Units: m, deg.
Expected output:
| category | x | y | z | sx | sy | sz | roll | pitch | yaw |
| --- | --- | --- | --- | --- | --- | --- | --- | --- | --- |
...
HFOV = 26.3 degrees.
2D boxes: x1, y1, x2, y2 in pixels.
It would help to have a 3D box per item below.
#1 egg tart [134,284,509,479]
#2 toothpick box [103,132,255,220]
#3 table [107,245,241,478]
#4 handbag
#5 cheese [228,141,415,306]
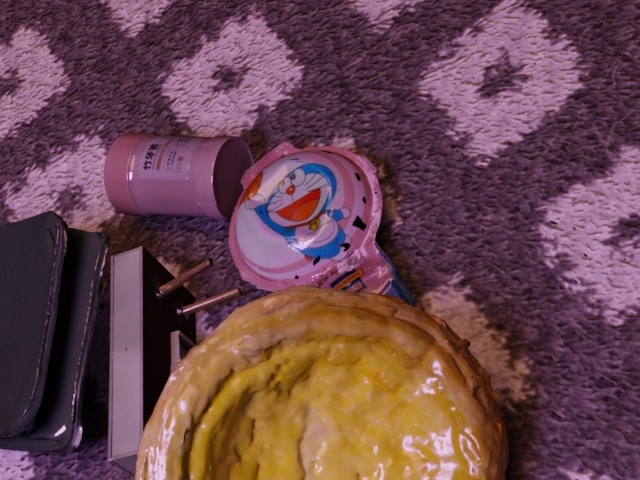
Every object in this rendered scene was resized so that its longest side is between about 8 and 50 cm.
| category | x | y | z | sx | sy | sz | roll | pitch | yaw |
| --- | --- | --- | --- | --- | --- | --- | --- | --- | --- |
| egg tart | 0.002 | 0.207 | 1.250 | 0.345 | 0.132 | 0.345 | 1 | 83 | -12 |
| toothpick box | -0.161 | -0.074 | 1.576 | 0.149 | 0.098 | 0.098 | 4 | 63 | 28 |
| table | -0.144 | 0.130 | 1.429 | 0.111 | 0.121 | 0.240 | -17 | 56 | 17 |
| handbag | -0.341 | 0.106 | 1.513 | 0.260 | 0.079 | 0.248 | -10 | 67 | 48 |
| cheese | 0.000 | 0.000 | 1.466 | 0.189 | 0.074 | 0.286 | -36 | 53 | 5 |
